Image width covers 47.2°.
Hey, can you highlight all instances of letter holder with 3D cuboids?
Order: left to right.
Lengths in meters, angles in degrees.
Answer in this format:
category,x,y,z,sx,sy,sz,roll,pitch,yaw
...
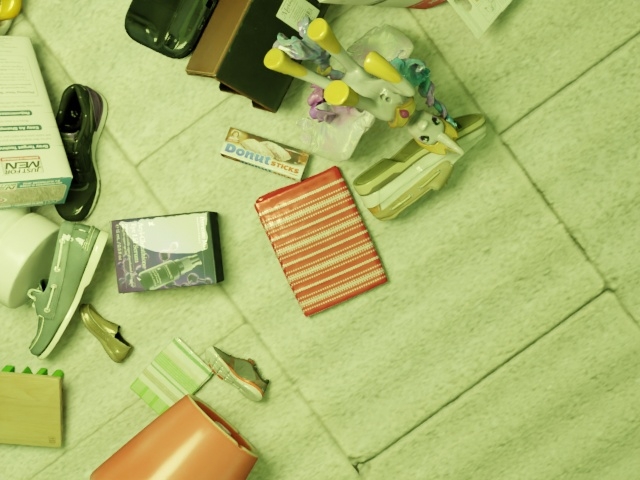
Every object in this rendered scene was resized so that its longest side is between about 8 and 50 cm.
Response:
category,x,y,z,sx,sy,sz,roll,pitch,yaw
letter holder,-0.126,-0.437,1.493,0.152,0.214,0.301,26,91,-32

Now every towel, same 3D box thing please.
category,x,y,z,sx,sy,sz,roll,pitch,yaw
towel,-0.317,0.294,1.564,0.113,0.023,0.152,44,94,2
towel,0.000,0.000,1.546,0.199,0.031,0.274,-24,91,1

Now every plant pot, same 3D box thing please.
category,x,y,z,sx,sy,sz,roll,pitch,yaw
plant pot,-0.272,0.459,1.456,0.275,0.275,0.243,42,81,-1

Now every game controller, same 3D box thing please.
category,x,y,z,sx,sy,sz,roll,pitch,yaw
game controller,-0.285,-0.543,1.528,0.166,0.067,0.319,27,91,16

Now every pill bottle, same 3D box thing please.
category,x,y,z,sx,sy,sz,roll,pitch,yaw
pill bottle,-0.729,-0.040,1.455,0.392,0.224,0.224,30,91,0

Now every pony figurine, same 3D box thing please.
category,x,y,z,sx,sy,sz,roll,pitch,yaw
pony figurine,0.074,-0.279,1.371,0.351,0.363,0.302,37,101,41

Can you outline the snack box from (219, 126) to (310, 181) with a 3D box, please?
category,x,y,z,sx,sy,sz,roll,pitch,yaw
snack box,-0.116,-0.180,1.534,0.178,0.022,0.064,18,75,4

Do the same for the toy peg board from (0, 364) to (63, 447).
category,x,y,z,sx,sy,sz,roll,pitch,yaw
toy peg board,-0.615,0.341,1.548,0.161,0.079,0.160,5,107,1

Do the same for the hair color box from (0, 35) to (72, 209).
category,x,y,z,sx,sy,sz,roll,pitch,yaw
hair color box,-0.615,-0.232,1.418,0.174,0.105,0.347,-9,65,-33

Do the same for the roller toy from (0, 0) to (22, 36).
category,x,y,z,sx,sy,sz,roll,pitch,yaw
roller toy,-0.730,-0.488,1.483,0.209,0.146,0.191,-38,89,12

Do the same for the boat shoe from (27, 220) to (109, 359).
category,x,y,z,sx,sy,sz,roll,pitch,yaw
boat shoe,-0.533,0.099,1.483,0.099,0.116,0.319,25,110,-18

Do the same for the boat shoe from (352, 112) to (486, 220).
category,x,y,z,sx,sy,sz,roll,pitch,yaw
boat shoe,0.216,-0.153,1.511,0.302,0.113,0.103,-31,111,0

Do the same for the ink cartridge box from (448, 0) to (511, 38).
category,x,y,z,sx,sy,sz,roll,pitch,yaw
ink cartridge box,0.322,-0.553,1.471,0.189,0.066,0.232,43,86,-24

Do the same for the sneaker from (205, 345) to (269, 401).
category,x,y,z,sx,sy,sz,roll,pitch,yaw
sneaker,-0.174,0.270,1.547,0.158,0.061,0.065,44,52,-8

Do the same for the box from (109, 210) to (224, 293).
category,x,y,z,sx,sy,sz,roll,pitch,yaw
box,-0.312,0.022,1.511,0.207,0.108,0.153,-7,91,1

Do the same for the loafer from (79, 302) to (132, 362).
category,x,y,z,sx,sy,sz,roll,pitch,yaw
loafer,-0.450,0.188,1.545,0.050,0.056,0.148,-34,101,0

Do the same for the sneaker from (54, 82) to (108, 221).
category,x,y,z,sx,sy,sz,roll,pitch,yaw
sneaker,-0.515,-0.180,1.499,0.107,0.124,0.283,6,91,1

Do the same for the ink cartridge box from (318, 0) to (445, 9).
category,x,y,z,sx,sy,sz,roll,pitch,yaw
ink cartridge box,0.123,-0.570,1.422,0.283,0.117,0.207,-10,92,-35
